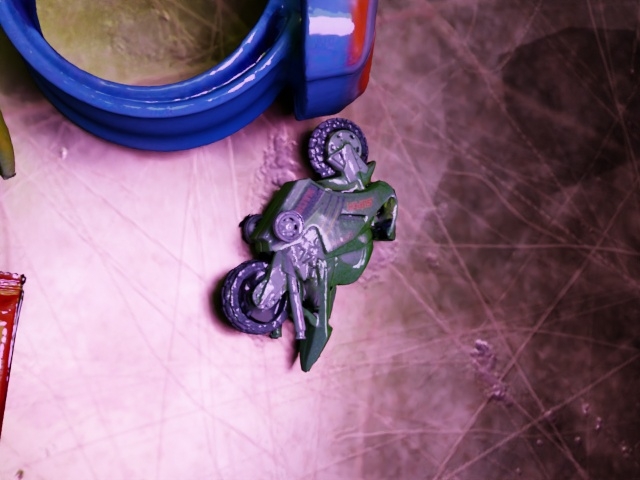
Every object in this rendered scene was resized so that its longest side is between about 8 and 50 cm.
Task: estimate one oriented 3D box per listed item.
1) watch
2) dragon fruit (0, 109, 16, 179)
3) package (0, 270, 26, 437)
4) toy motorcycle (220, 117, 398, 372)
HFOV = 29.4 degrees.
[{"bbox_3d":[-0.098,-0.227,0.876,0.275,0.241,0.305,-4,82,-4],"label":"watch"},{"bbox_3d":[-0.342,-0.118,0.812,0.200,0.198,0.269,-18,120,14],"label":"dragon fruit"},{"bbox_3d":[-0.264,0.118,0.874,0.083,0.022,0.200,7,82,-16],"label":"package"},{"bbox_3d":[0.000,0.000,0.954,0.106,0.074,0.190,35,74,-20],"label":"toy motorcycle"}]
